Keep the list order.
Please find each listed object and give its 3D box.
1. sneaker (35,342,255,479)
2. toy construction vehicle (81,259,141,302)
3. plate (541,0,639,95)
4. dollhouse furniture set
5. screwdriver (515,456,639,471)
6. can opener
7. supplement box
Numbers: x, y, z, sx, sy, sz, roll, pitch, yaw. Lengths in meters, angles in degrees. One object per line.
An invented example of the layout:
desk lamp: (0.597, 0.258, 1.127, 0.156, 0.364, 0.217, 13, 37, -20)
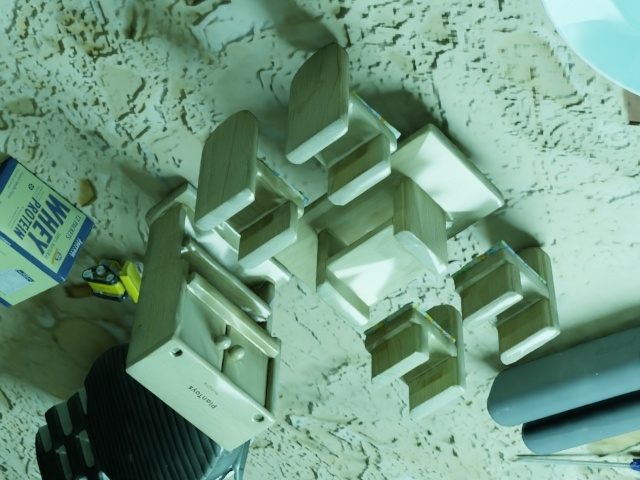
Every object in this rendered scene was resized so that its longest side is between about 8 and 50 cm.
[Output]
sneaker: (-0.105, 0.137, 1.343, 0.146, 0.122, 0.330, -10, 173, -27)
toy construction vehicle: (-0.119, 0.047, 1.316, 0.098, 0.035, 0.086, 8, 143, 34)
plate: (0.204, -0.135, 0.899, 0.188, 0.024, 0.188, 14, 146, 10)
dollhouse furniture set: (0.000, 0.000, 1.134, 0.242, 0.161, 0.212, -34, 120, 25)
screwdriver: (0.220, 0.165, 1.304, 0.170, 0.024, 0.025, 4, 113, 35)
can opener: (0.221, 0.105, 1.150, 0.076, 0.095, 0.283, 40, 141, -23)
supplement box: (-0.228, -0.004, 1.282, 0.083, 0.056, 0.083, 40, 142, -24)
